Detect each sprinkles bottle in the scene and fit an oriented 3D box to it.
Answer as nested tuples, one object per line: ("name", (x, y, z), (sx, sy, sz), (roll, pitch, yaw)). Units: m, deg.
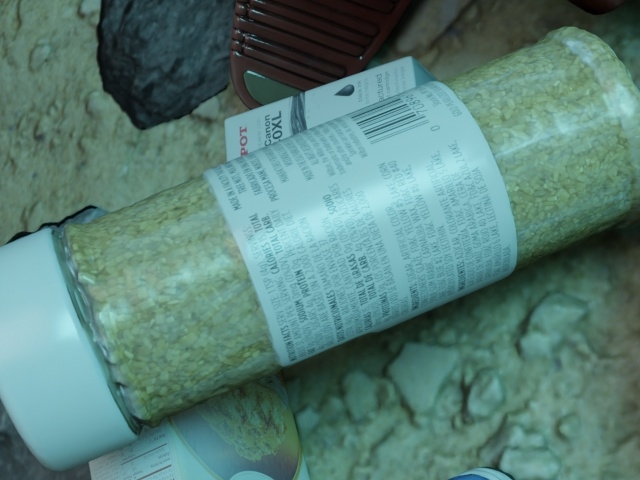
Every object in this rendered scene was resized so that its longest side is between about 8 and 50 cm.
("sprinkles bottle", (0.000, 0.000, 0.564), (0.356, 0.121, 0.121), (-22, 60, -7))

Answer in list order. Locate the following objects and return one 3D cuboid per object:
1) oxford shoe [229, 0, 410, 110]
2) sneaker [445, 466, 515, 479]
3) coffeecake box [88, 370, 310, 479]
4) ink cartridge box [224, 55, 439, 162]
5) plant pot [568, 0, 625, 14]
("oxford shoe", (0.017, -0.255, 0.772), (0.348, 0.123, 0.130), (-68, 20, 4))
("sneaker", (0.034, 0.214, 0.601), (0.080, 0.081, 0.211), (36, 96, 33))
("coffeecake box", (-0.080, 0.113, 0.668), (0.068, 0.142, 0.185), (-28, 62, 22))
("ink cartridge box", (0.012, -0.045, 0.711), (0.151, 0.063, 0.109), (-15, 68, 26))
("plant pot", (0.131, -0.290, 0.583), (0.267, 0.236, 0.267), (-40, 34, 12))
